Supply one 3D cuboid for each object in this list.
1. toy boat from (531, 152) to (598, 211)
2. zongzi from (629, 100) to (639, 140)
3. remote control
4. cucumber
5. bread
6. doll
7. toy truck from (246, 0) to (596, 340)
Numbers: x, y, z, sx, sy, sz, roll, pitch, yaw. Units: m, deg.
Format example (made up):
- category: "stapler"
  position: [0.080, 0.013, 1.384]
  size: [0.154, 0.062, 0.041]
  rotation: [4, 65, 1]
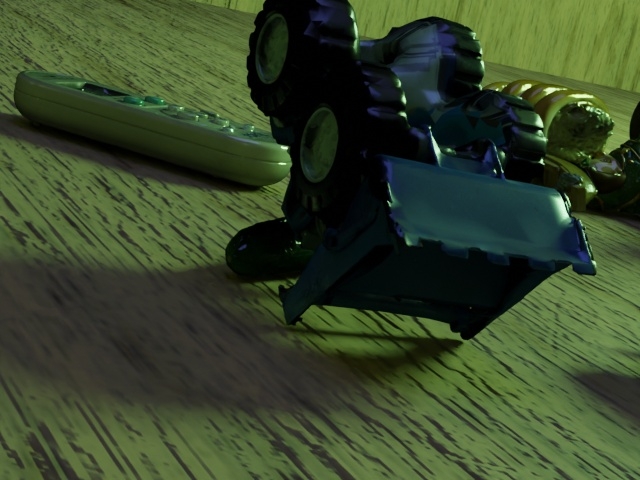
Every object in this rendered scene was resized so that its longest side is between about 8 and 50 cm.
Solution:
- category: "toy boat"
  position: [0.184, -0.049, 1.225]
  size: [0.049, 0.047, 0.149]
  rotation: [-8, 17, -25]
- category: "zongzi"
  position: [0.374, -0.070, 1.413]
  size: [0.360, 0.160, 0.323]
  rotation: [-33, 13, -30]
- category: "remote control"
  position: [-0.123, -0.082, 1.044]
  size: [0.221, 0.042, 0.078]
  rotation: [16, 13, 18]
- category: "cucumber"
  position: [0.000, 0.000, 0.815]
  size: [0.036, 0.033, 0.184]
  rotation: [43, 22, 17]
- category: "bread"
  position: [0.253, -0.141, 1.657]
  size: [0.119, 0.084, 0.177]
  rotation: [5, 10, -38]
- category: "doll"
  position: [0.266, -0.044, 1.308]
  size: [0.113, 0.077, 0.078]
  rotation: [-24, -1, -22]
- category: "toy truck"
  position: [0.033, -0.029, 0.708]
  size: [0.113, 0.126, 0.208]
  rotation: [9, 33, -28]
